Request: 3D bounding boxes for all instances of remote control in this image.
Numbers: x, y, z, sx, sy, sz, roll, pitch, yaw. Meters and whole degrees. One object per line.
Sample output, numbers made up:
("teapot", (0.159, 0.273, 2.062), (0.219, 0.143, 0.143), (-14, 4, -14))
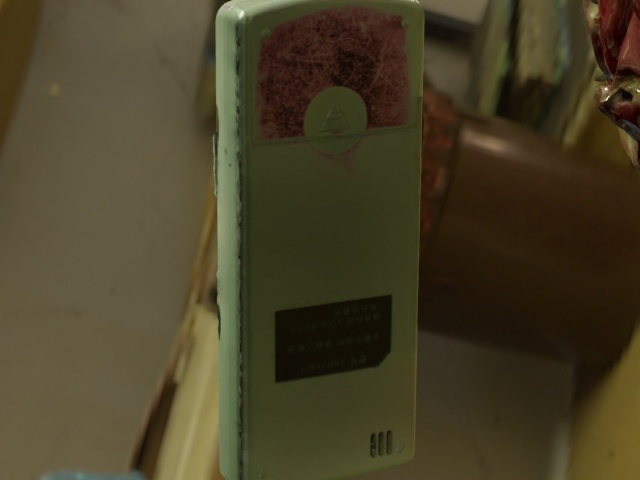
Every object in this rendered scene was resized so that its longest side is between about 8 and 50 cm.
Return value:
("remote control", (0.000, 0.000, 1.175), (0.050, 0.145, 0.344), (27, 119, 60))

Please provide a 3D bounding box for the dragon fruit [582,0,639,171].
("dragon fruit", (0.287, -0.142, 0.870), (0.329, 0.329, 0.329), (-165, 90, -85))
